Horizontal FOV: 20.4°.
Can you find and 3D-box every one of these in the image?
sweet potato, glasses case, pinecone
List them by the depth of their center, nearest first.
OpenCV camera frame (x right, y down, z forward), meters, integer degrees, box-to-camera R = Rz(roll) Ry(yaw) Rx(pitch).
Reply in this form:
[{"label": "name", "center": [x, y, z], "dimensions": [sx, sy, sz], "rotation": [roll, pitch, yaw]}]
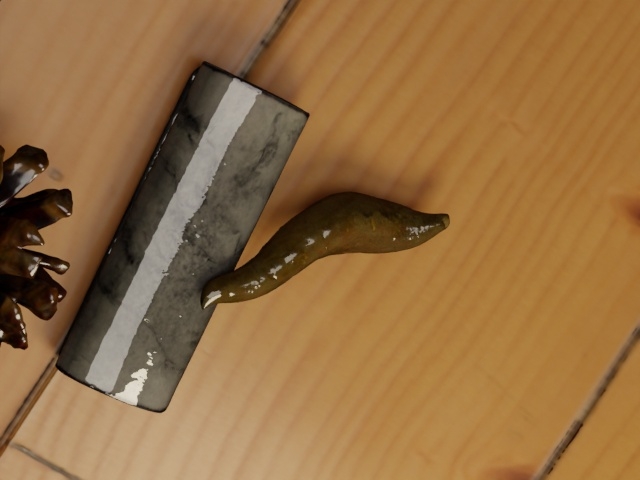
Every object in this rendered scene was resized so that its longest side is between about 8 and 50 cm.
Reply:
[{"label": "pinecone", "center": [-0.298, -0.006, 1.421], "dimensions": [0.201, 0.229, 0.202], "rotation": [0, 81, -5]}, {"label": "glasses case", "center": [-0.119, 0.000, 1.559], "dimensions": [0.114, 0.060, 0.299], "rotation": [25, 94, -21]}, {"label": "sweet potato", "center": [-0.002, -0.001, 1.584], "dimensions": [0.249, 0.059, 0.069], "rotation": [-18, 99, -26]}]
